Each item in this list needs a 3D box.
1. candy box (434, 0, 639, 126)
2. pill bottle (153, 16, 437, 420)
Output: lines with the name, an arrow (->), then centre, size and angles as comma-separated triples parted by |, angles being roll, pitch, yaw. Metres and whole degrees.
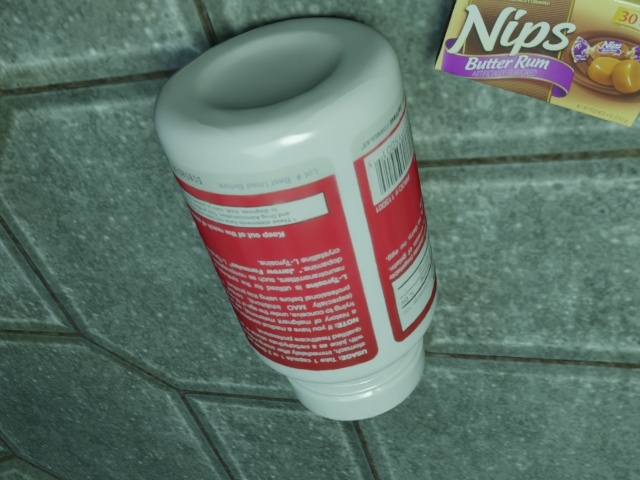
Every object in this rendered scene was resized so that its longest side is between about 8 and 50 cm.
candy box -> 0.205, -0.182, 0.608 | 0.186, 0.053, 0.109 | 18, 136, 4
pill bottle -> 0.000, 0.000, 0.736 | 0.228, 0.229, 0.408 | 1, 131, 21
